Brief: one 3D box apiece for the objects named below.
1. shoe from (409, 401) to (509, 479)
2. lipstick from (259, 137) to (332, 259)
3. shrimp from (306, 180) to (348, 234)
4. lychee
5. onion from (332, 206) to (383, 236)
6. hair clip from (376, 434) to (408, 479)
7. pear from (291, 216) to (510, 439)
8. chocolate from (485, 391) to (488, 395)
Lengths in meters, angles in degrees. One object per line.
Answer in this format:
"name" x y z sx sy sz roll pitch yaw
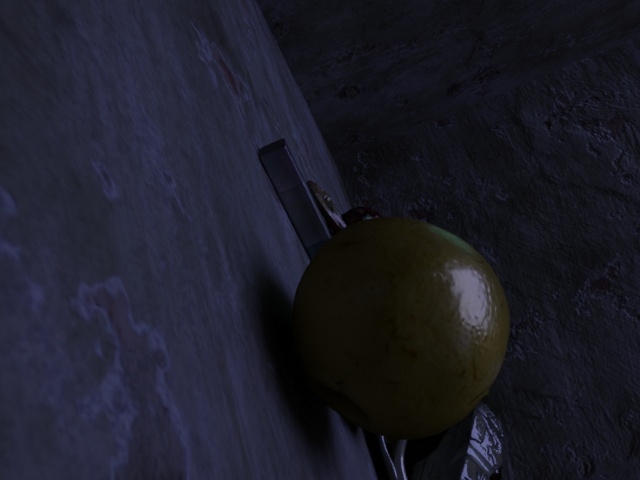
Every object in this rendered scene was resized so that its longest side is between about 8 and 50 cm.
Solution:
"shoe" 0.291 0.505 1.296 0.132 0.211 0.342 51 37 -4
"lipstick" -0.048 -0.085 1.369 0.066 0.068 0.317 -99 164 -60
"shrimp" 0.033 -0.090 1.932 0.267 0.061 0.145 61 5 3
"lychee" 0.337 0.570 1.508 0.267 0.268 0.267 -22 90 -83
"onion" 0.149 -0.003 2.108 0.246 0.190 0.246 20 63 -46
"hair clip" 0.171 0.413 1.258 0.172 0.114 0.281 72 37 -69
"pear" 0.117 0.130 0.888 0.348 0.349 0.348 -22 90 -83
"chocolate" 0.221 0.290 1.409 0.300 0.289 0.137 68 18 2
